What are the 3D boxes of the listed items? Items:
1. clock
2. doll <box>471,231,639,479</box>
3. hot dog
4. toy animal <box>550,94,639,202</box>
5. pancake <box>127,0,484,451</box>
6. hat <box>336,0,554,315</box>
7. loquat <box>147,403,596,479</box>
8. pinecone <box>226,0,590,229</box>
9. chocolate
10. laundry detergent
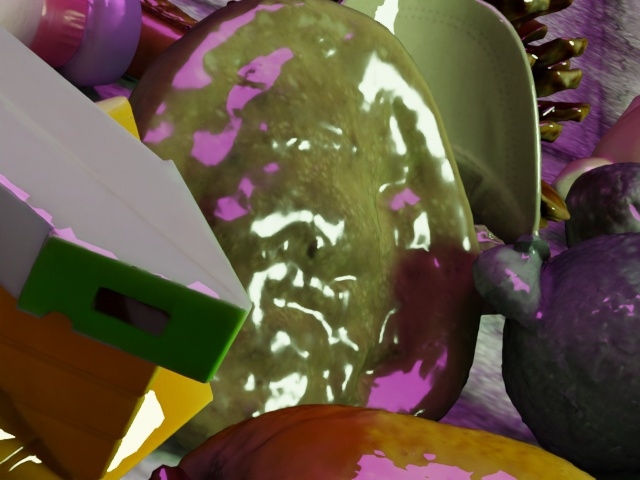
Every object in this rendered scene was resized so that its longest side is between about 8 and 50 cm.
[{"bbox_3d":[-0.167,0.004,0.677,0.309,0.235,0.166,40,40,12],"label":"clock"},{"bbox_3d":[0.241,0.106,0.942,0.340,0.158,0.246,39,11,29],"label":"doll"},{"bbox_3d":[-0.137,-0.148,1.365,0.140,0.060,0.090,32,16,5],"label":"hot dog"},{"bbox_3d":[0.314,-0.043,1.398,0.250,0.154,0.166,4,6,27],"label":"toy animal"},{"bbox_3d":[0.000,0.000,0.915,0.242,0.241,0.050,9,-11,-35],"label":"pancake"},{"bbox_3d":[0.038,-0.042,1.046,0.166,0.173,0.144,2,-16,-21],"label":"hat"},{"bbox_3d":[0.023,0.144,0.581,0.234,0.176,0.187,27,29,-8],"label":"loquat"},{"bbox_3d":[0.049,-0.113,1.201,0.264,0.264,0.264,21,19,-8],"label":"pinecone"},{"bbox_3d":[0.278,0.028,1.300,0.248,0.110,0.110,25,19,5],"label":"chocolate"},{"bbox_3d":[-0.271,-0.164,1.199,0.335,0.088,0.159,10,28,-35],"label":"laundry detergent"}]
